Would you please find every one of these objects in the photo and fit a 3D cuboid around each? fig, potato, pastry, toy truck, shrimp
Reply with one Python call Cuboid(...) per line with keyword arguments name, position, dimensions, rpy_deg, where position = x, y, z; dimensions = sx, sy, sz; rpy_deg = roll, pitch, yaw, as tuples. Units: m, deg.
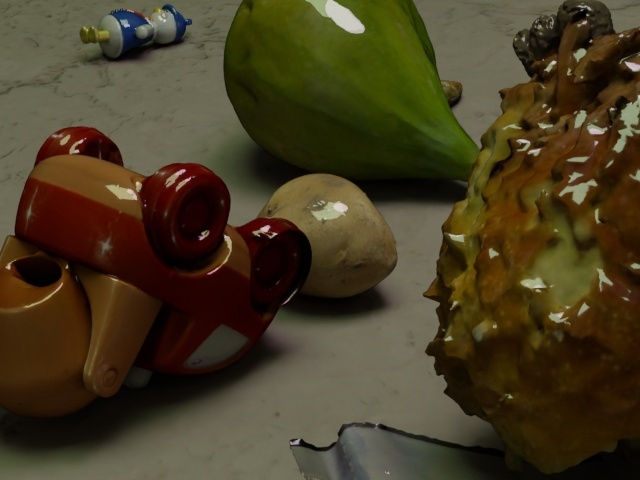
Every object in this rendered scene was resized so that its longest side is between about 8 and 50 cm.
Cuboid(name="fig", position=(0.043, -0.176, 1.929), dimensions=(0.314, 0.233, 0.233), rpy_deg=(13, 30, 41))
Cuboid(name="potato", position=(-0.001, 0.000, 1.715), dimensions=(0.112, 0.112, 0.147), rpy_deg=(-24, 25, -36))
Cuboid(name="pastry", position=(0.275, 0.005, 1.399), dimensions=(0.405, 0.337, 0.292), rpy_deg=(1, -9, -1))
Cuboid(name="toy truck", position=(-0.162, 0.048, 1.582), dimensions=(0.189, 0.239, 0.265), rpy_deg=(20, -6, 39))
Cuboid(name="shrimp", position=(0.111, -0.158, 2.119), dimensions=(0.083, 0.023, 0.114), rpy_deg=(1, 20, 15))

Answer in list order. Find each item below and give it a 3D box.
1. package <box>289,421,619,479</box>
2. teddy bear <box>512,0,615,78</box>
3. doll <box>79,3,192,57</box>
Cuboid(name="package", position=(0.113, 0.203, 1.345), dimensions=(0.251, 0.062, 0.204), rpy_deg=(4, 23, -15))
Cuboid(name="teddy bear", position=(0.290, -0.187, 2.056), dimensions=(0.177, 0.140, 0.190), rpy_deg=(15, 12, -20))
Cuboid(name="doll", position=(-0.218, -0.255, 2.322), dimensions=(0.143, 0.057, 0.099), rpy_deg=(-12, 12, -29))
